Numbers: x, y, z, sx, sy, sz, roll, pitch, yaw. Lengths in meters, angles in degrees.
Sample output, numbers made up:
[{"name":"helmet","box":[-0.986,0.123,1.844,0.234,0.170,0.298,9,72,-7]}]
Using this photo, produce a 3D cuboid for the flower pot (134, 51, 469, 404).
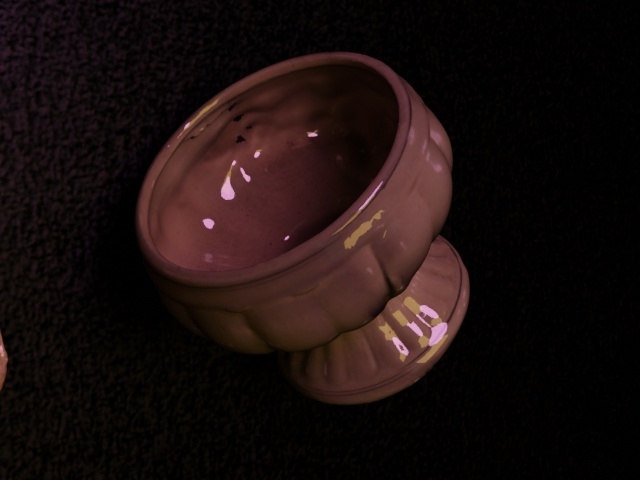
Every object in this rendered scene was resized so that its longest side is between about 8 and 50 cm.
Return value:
[{"name":"flower pot","box":[0.000,0.000,1.272,0.307,0.307,0.244,-55,136,-23]}]

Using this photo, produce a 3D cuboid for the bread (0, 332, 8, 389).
[{"name":"bread","box":[-0.365,0.090,1.080,0.236,0.120,0.198,-24,103,-35]}]
